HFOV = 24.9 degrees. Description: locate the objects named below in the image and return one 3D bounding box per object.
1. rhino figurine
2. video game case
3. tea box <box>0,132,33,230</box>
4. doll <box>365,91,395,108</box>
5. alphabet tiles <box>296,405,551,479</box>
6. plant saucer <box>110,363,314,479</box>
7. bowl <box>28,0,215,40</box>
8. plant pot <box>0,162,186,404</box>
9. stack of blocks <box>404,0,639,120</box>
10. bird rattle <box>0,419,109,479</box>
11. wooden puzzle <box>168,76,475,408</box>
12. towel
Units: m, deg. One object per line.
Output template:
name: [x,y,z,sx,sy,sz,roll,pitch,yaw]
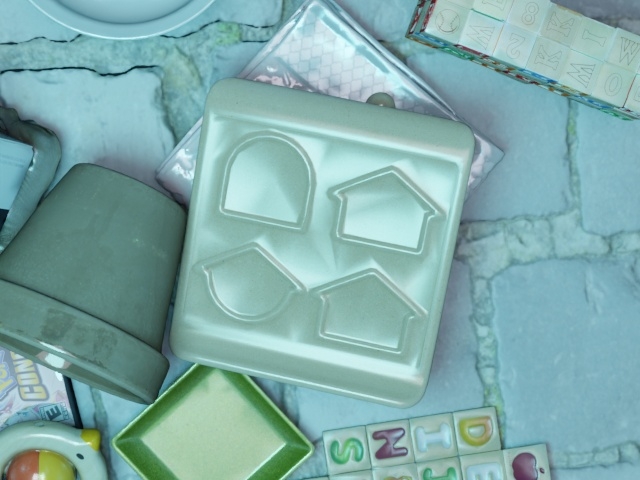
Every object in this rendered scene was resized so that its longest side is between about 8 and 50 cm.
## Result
rhino figurine: [-0.393,-0.040,1.774,0.106,0.073,0.243,21,89,10]
video game case: [-0.446,0.168,1.824,0.248,0.035,0.274,-13,96,-2]
tea box: [-0.567,-0.039,1.665,0.329,0.220,0.323,27,92,13]
doll: [0.086,-0.088,1.776,0.129,0.046,0.189,-11,96,-4]
alphabet tiles: [0.135,0.370,1.865,0.343,0.011,0.285,-8,85,-3]
plant saucer: [-0.136,0.257,1.846,0.188,0.045,0.188,-42,96,1]
bowl: [-0.235,-0.384,1.738,0.298,0.134,0.297,0,96,-3]
plant pot: [-0.269,0.039,1.697,0.263,0.263,0.229,24,79,-5]
stack of blocks: [0.264,-0.238,1.763,0.297,0.171,0.087,20,94,-6]
bird rattle: [-0.350,0.315,1.798,0.254,0.143,0.206,4,108,7]
wooden puzzle: [0.000,0.000,1.746,0.322,0.080,0.347,12,99,7]
towel: [0.015,-0.093,1.822,0.332,0.053,0.317,40,92,-5]
